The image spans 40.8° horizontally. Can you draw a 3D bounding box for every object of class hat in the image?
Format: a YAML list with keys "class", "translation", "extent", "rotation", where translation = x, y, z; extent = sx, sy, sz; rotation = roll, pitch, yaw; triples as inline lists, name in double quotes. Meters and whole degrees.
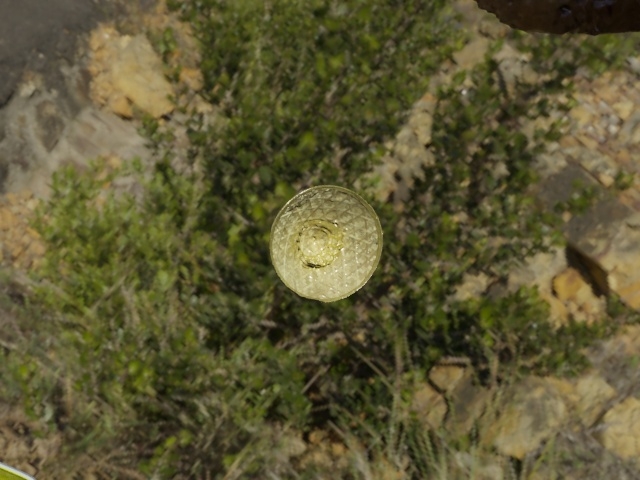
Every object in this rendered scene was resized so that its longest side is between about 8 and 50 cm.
- class: "hat"
  translation: [0.000, 0.000, 1.085]
  extent: [0.146, 0.146, 0.067]
  rotation: [35, -3, -17]

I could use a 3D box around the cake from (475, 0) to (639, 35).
- class: "cake"
  translation: [0.278, -0.377, 0.887]
  extent: [0.199, 0.293, 0.196]
  rotation: [-2, 44, -17]

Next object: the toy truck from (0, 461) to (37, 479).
- class: "toy truck"
  translation: [-0.253, 0.220, 0.624]
  extent: [0.076, 0.111, 0.077]
  rotation: [27, -11, -15]
